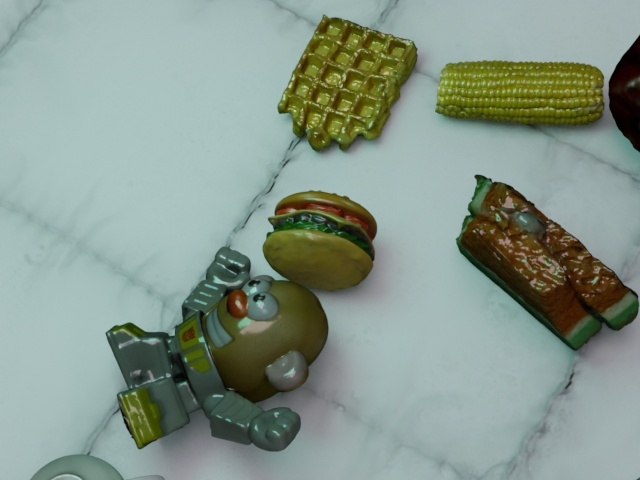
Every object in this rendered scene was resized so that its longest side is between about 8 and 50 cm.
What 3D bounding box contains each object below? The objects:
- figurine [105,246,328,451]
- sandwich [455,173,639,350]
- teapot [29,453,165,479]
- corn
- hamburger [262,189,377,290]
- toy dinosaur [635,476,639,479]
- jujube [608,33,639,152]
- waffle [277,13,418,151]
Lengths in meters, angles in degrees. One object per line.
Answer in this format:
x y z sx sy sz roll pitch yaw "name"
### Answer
-0.126 0.148 1.719 0.285 0.167 0.342 -20 65 2 "figurine"
0.286 0.029 1.714 0.292 0.212 0.109 42 91 8 "sandwich"
-0.315 0.349 1.699 0.226 0.092 0.145 -16 66 -4 "teapot"
0.289 -0.215 1.874 0.244 0.093 0.093 2 66 9 "corn"
0.000 0.000 1.779 0.162 0.162 0.115 6 65 10 "hamburger"
0.604 0.218 1.645 0.331 0.129 0.383 22 71 7 "toy dinosaur"
0.589 -0.212 1.761 0.377 0.258 0.258 -14 65 6 "jujube"
0.036 -0.223 1.929 0.161 0.055 0.210 18 69 16 "waffle"
